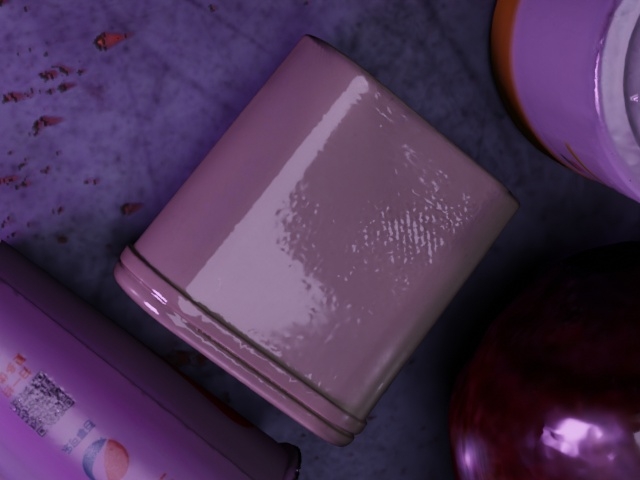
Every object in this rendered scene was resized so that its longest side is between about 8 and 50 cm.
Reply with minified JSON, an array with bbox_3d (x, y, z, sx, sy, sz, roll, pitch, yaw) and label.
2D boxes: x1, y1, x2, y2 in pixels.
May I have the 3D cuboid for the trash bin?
[{"bbox_3d":[0.000,0.000,1.192,0.243,0.121,0.247,36,90,-18],"label":"trash bin"}]

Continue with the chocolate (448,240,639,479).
[{"bbox_3d":[0.285,0.166,1.182,0.384,0.383,0.331,-14,100,-9],"label":"chocolate"}]

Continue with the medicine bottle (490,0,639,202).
[{"bbox_3d":[0.276,-0.143,1.153,0.238,0.232,0.237,-3,105,-12],"label":"medicine bottle"}]

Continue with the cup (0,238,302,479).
[{"bbox_3d":[-0.182,0.142,1.162,0.288,0.203,0.203,43,92,-13],"label":"cup"}]
